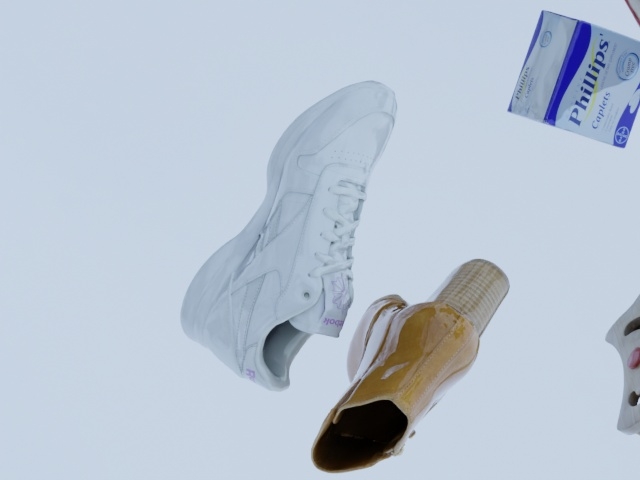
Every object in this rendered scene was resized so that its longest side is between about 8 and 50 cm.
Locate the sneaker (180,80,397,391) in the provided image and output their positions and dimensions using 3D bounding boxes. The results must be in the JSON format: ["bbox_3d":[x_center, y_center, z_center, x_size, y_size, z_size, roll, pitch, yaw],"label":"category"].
[{"bbox_3d":[0.000,0.000,1.627,0.152,0.305,0.114,42,-160,32],"label":"sneaker"}]

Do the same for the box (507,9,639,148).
[{"bbox_3d":[0.303,-0.184,2.055,0.137,0.126,0.072,13,-171,-35],"label":"box"}]

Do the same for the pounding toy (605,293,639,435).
[{"bbox_3d":[0.444,0.177,2.129,0.155,0.154,0.269,26,-166,-15],"label":"pounding toy"}]

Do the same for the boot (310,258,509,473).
[{"bbox_3d":[0.049,0.140,1.656,0.104,0.295,0.211,43,-125,-1],"label":"boot"}]

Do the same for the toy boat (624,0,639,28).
[{"bbox_3d":[0.428,-0.339,2.204,0.231,0.151,0.151,58,180,-15],"label":"toy boat"}]
